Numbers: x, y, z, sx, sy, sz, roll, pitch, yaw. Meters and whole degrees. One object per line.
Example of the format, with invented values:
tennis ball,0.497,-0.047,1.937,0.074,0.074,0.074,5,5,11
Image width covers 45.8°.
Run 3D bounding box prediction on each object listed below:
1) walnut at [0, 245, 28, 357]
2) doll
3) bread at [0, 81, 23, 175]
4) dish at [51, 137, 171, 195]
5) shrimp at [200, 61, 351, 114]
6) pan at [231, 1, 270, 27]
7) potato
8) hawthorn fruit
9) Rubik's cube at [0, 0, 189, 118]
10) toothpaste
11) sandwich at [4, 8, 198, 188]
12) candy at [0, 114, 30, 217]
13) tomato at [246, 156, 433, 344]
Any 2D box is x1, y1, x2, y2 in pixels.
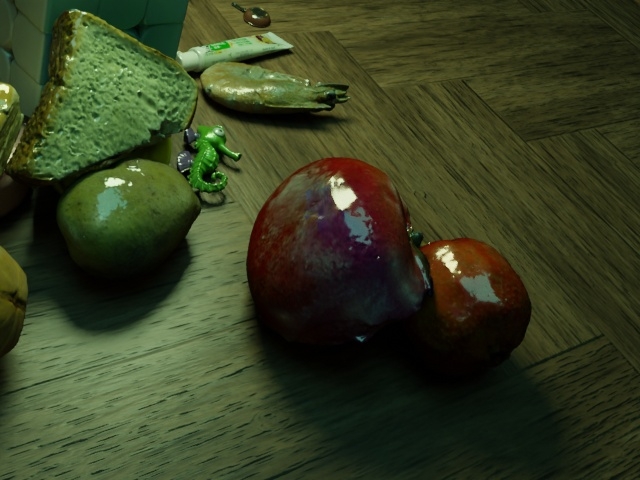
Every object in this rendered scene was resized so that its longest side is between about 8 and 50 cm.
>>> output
walnut,-0.492,0.079,0.964,0.222,0.195,0.195,6,45,-3
doll,-0.206,-0.152,1.399,0.115,0.050,0.190,8,46,-3
bread,-0.573,-0.134,1.060,0.246,0.111,0.239,11,59,-3
dish,-0.386,-0.163,1.277,0.108,0.221,0.262,-1,37,42
shrimp,-0.093,-0.324,1.595,0.318,0.077,0.168,3,43,-13
pan,-0.170,-0.555,1.831,0.115,0.023,0.068,35,46,15
potato,-0.289,-0.041,1.183,0.159,0.174,0.251,-1,23,43
hawthorn fruit,0.212,0.086,1.204,0.205,0.205,0.253,-10,52,-28
Rubik's cube,-0.451,-0.414,1.373,0.291,0.290,0.292,43,40,23
toothpaste,-0.193,-0.416,1.671,0.314,0.056,0.058,-28,99,-42
sandwich,-0.329,-0.184,1.185,0.254,0.100,0.288,31,67,-44
candy,-0.579,-0.129,1.205,0.256,0.094,0.255,10,44,-10
tomato,-0.001,0.001,1.146,0.290,0.176,0.334,-21,43,13
